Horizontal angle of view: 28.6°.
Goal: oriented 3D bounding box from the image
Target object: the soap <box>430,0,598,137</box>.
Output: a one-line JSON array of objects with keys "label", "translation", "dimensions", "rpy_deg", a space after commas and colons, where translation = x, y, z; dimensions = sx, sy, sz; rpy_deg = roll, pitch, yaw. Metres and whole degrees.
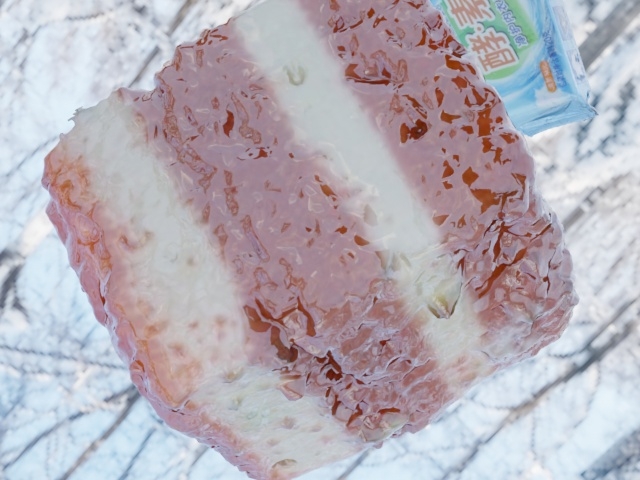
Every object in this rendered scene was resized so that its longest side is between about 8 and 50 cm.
[{"label": "soap", "translation": [0.208, -0.259, 1.467], "dimensions": [0.077, 0.156, 0.293], "rpy_deg": [-22, -88, -62]}]

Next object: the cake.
[{"label": "cake", "translation": [0.000, 0.000, 0.946], "dimensions": [0.270, 0.319, 0.269], "rpy_deg": [60, -178, 31]}]
